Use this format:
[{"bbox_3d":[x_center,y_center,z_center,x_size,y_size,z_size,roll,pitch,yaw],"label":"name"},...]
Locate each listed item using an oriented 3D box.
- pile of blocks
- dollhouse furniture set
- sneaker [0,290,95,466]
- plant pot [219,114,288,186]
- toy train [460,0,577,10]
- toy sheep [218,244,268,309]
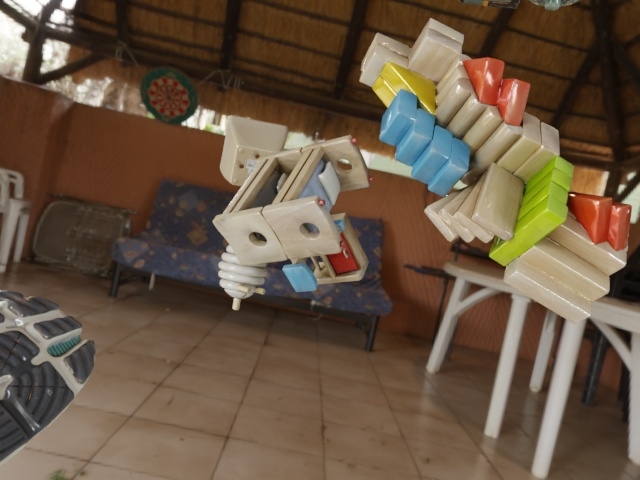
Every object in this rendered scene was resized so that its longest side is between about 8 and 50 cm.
[{"bbox_3d":[0.164,-0.093,0.508,0.149,0.112,0.362,-29,73,-36],"label":"pile of blocks"},{"bbox_3d":[0.000,0.000,0.597,0.129,0.129,0.183,-8,-54,29],"label":"dollhouse furniture set"},{"bbox_3d":[-0.246,0.120,0.254,0.107,0.110,0.275,47,48,5],"label":"sneaker"},{"bbox_3d":[-0.117,-0.145,0.919,0.109,0.109,0.096,9,30,-14],"label":"plant pot"},{"bbox_3d":[0.277,-0.408,0.685,0.191,0.142,0.334,8,6,11],"label":"toy train"},{"bbox_3d":[-0.128,0.051,0.866,0.091,0.131,0.091,14,-4,1],"label":"toy sheep"}]
